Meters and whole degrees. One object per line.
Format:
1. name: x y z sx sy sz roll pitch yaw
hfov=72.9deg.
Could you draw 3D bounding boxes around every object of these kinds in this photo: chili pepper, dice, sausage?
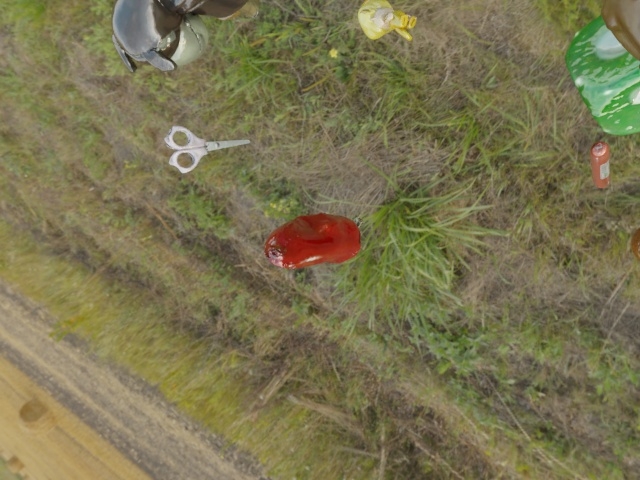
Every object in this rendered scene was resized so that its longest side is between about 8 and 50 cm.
1. chili pepper: 0.000 0.000 0.854 0.110 0.387 0.110 2 94 26
2. dice: 0.955 -0.522 1.319 0.300 0.297 0.287 23 141 -37
3. sausage: 0.547 -0.144 0.846 0.034 0.253 0.034 -7 78 33

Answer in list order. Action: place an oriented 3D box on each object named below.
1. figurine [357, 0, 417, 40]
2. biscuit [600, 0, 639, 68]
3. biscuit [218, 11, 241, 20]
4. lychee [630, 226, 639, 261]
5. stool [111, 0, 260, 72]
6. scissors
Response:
1. figurine: 0.214 -0.738 1.448 0.246 0.156 0.131 46 136 48
2. biscuit: 0.462 -0.251 0.470 0.366 0.268 0.115 15 149 -16
3. biscuit: -0.242 -0.634 0.748 0.432 0.064 0.283 49 147 -20
4. lychee: 0.674 0.000 0.861 0.140 0.114 0.101 36 145 -5
5. stool: -0.106 -0.235 0.377 0.125 0.121 0.217 45 122 20
6. scissors: -0.246 -0.211 0.966 0.015 0.189 0.100 19 119 58
